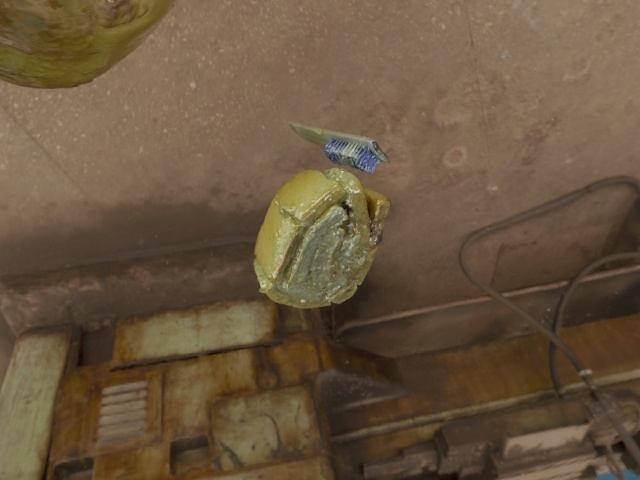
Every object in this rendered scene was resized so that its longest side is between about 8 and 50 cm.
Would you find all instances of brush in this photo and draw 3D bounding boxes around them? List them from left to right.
[{"bbox_3d":[0.009,-0.099,0.540,0.033,0.178,0.030,31,90,-34],"label":"brush"}]

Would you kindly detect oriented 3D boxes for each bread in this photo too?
[{"bbox_3d":[0.000,0.000,0.510,0.117,0.064,0.156,0,128,-26],"label":"bread"}]

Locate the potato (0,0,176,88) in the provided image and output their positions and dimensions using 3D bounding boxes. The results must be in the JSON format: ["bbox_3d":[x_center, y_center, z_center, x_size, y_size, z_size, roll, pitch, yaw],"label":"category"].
[{"bbox_3d":[-0.236,-0.215,0.378,0.246,0.300,0.196,33,98,-20],"label":"potato"}]
